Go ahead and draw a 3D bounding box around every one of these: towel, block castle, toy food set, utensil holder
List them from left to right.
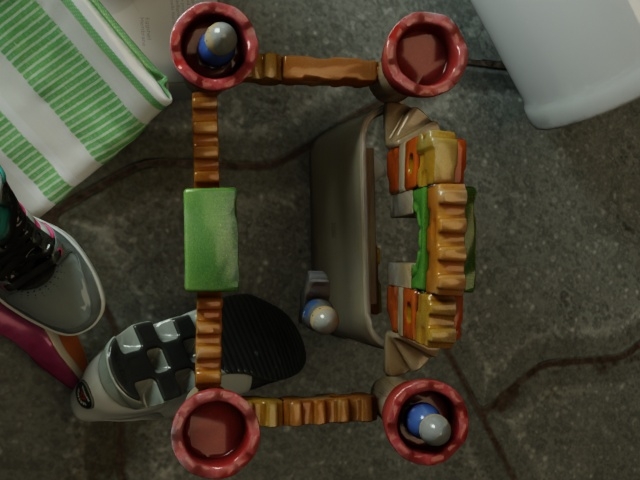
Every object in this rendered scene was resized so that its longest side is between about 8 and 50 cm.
[{"bbox_3d":[-0.338,-0.148,0.924,0.248,0.325,0.038,49,26,-18],"label":"towel"},{"bbox_3d":[0.000,0.000,0.902,0.303,0.213,0.453,0,89,-10],"label":"block castle"},{"bbox_3d":[0.060,-0.014,1.135,0.092,0.220,0.306,-2,90,-17],"label":"toy food set"},{"bbox_3d":[0.355,-0.401,1.239,0.327,0.327,0.385,-38,104,-22],"label":"utensil holder"}]

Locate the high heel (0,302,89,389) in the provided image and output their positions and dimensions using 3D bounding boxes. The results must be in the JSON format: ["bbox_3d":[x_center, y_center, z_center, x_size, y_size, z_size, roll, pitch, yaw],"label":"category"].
[{"bbox_3d":[-0.370,0.099,1.019,0.117,0.082,0.244,-29,118,6],"label":"high heel"}]

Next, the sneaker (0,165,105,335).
[{"bbox_3d":[-0.324,-0.003,0.875,0.124,0.178,0.295,-42,108,-3],"label":"sneaker"}]

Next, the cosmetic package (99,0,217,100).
[{"bbox_3d":[-0.246,-0.282,1.036,0.224,0.138,0.224,-5,92,-25],"label":"cosmetic package"}]

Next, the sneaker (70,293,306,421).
[{"bbox_3d":[-0.163,0.153,1.099,0.330,0.146,0.122,-2,64,-48],"label":"sneaker"}]
